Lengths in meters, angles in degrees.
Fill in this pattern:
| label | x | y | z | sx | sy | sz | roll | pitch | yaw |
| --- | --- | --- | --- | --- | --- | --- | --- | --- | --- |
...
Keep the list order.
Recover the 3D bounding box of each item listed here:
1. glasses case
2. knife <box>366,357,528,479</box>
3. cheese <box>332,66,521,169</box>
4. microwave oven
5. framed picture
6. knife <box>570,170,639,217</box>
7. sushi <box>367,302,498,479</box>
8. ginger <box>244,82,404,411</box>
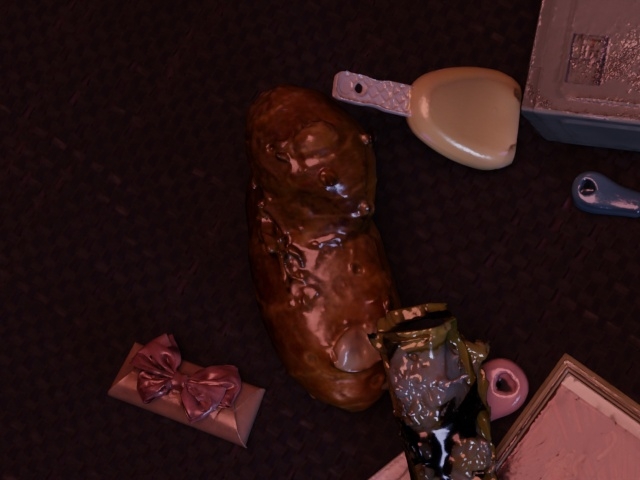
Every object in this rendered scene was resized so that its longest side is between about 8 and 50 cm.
| label | x | y | z | sx | sy | sz | roll | pitch | yaw |
| --- | --- | --- | --- | --- | --- | --- | --- | --- | --- |
| glasses case | -0.167 | 0.180 | 1.924 | 0.194 | 0.070 | 0.102 | 19 | 84 | 12 |
| knife | 0.127 | 0.273 | 1.882 | 0.336 | 0.043 | 0.081 | -43 | 85 | 8 |
| cheese | 0.129 | -0.164 | 1.868 | 0.252 | 0.054 | 0.127 | 10 | 82 | -24 |
| microwave oven | 0.382 | -0.262 | 1.828 | 0.238 | 0.181 | 0.295 | 9 | 83 | 21 |
| framed picture | 0.305 | 0.306 | 1.846 | 0.216 | 0.016 | 0.273 | 35 | 88 | 13 |
| knife | 0.430 | -0.043 | 1.875 | 0.244 | 0.032 | 0.058 | 11 | 75 | 7 |
| sushi | 0.150 | 0.204 | 1.780 | 0.139 | 0.131 | 0.290 | -15 | 105 | 4 |
| ginger | 0.000 | 0.000 | 1.839 | 0.176 | 0.254 | 0.418 | -10 | 82 | -8 |
